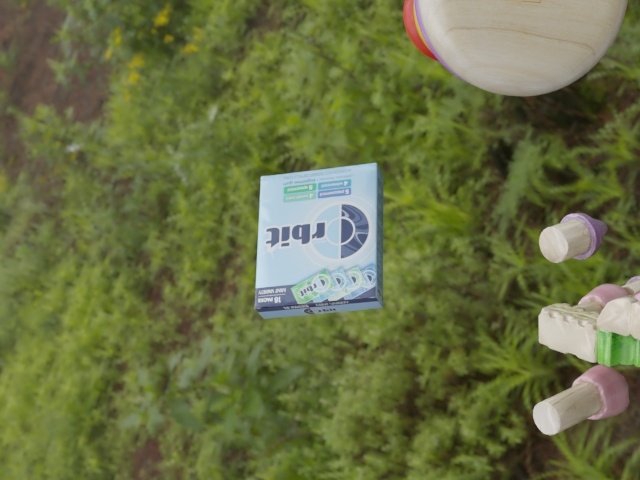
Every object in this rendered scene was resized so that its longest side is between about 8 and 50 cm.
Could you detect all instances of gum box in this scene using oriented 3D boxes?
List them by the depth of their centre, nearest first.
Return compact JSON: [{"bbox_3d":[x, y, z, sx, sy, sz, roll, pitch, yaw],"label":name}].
[{"bbox_3d":[0.000,0.000,1.476,0.041,0.157,0.184,56,-148,-60],"label":"gum box"}]

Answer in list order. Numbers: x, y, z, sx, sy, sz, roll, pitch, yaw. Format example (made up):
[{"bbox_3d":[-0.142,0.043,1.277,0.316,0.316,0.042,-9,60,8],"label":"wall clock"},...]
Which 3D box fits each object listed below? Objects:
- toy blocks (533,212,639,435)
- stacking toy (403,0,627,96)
[{"bbox_3d":[0.427,0.084,1.334,0.288,0.260,0.309,16,115,48],"label":"toy blocks"},{"bbox_3d":[0.120,-0.185,0.917,0.330,0.141,0.141,-124,56,-81],"label":"stacking toy"}]
